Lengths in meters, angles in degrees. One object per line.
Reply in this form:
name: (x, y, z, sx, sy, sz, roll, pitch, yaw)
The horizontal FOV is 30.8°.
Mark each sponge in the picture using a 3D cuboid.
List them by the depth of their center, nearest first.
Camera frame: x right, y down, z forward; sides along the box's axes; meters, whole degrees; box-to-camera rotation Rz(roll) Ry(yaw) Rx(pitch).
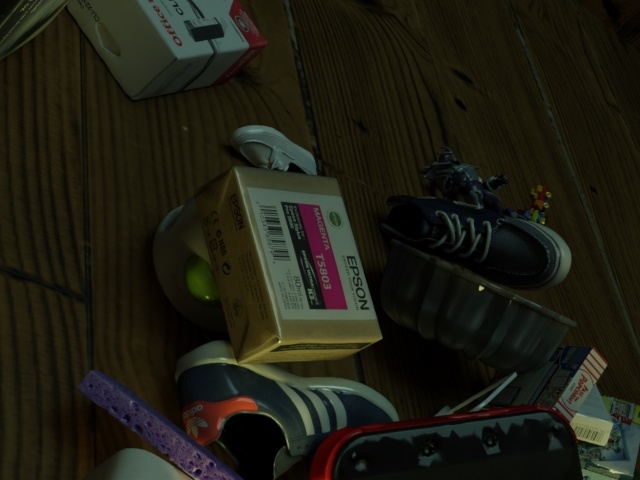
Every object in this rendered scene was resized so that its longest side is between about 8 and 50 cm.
sponge: (-0.167, 0.221, 1.286, 0.210, 0.031, 0.117, 35, -9, 15)

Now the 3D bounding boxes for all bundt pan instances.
bundt pan: (0.238, 0.118, 1.871, 0.331, 0.124, 0.331, 24, 1, 0)

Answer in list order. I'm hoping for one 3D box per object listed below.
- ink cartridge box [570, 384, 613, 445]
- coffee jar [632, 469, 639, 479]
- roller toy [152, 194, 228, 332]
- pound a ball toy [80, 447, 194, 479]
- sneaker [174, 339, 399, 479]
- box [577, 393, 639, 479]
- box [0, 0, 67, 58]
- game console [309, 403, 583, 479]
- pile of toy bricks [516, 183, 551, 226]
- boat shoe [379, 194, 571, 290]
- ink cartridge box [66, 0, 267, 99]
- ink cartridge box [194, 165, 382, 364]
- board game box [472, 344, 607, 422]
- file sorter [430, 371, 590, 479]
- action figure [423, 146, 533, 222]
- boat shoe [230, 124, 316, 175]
ink cartridge box: (0.409, 0.268, 2.076, 0.181, 0.056, 0.225, 15, 20, -7)
coffee jar: (0.559, 0.465, 2.096, 0.184, 0.079, 0.096, 46, 27, -9)
roller toy: (-0.121, 0.022, 1.573, 0.209, 0.146, 0.191, 15, 57, -42)
pound a ball toy: (-0.161, 0.357, 1.177, 0.208, 0.136, 0.319, 39, 33, -21)
sneaker: (-0.036, 0.250, 1.486, 0.350, 0.131, 0.148, 21, 49, -33)
box: (0.486, 0.348, 2.070, 0.159, 0.044, 0.233, 15, 27, 15)
box: (-0.396, -0.367, 1.461, 0.183, 0.296, 0.294, 45, 31, -11)
game console: (0.182, 0.390, 1.470, 0.386, 0.060, 0.342, -3, 80, -25)
pile of toy bricks: (0.401, -0.026, 2.403, 0.105, 0.118, 0.212, 21, 52, 1)
boat shoe: (0.254, 0.002, 2.009, 0.158, 0.127, 0.340, 7, 8, -44)
ink cartridge box: (-0.238, -0.344, 1.832, 0.197, 0.114, 0.273, 55, 31, 5)
ink cartridge box: (-0.040, 0.032, 1.467, 0.193, 0.088, 0.235, 2, 65, -46)
board game box: (0.356, 0.237, 1.899, 0.045, 0.193, 0.147, 46, 69, -20)
file sorter: (0.281, 0.361, 1.737, 0.278, 0.173, 0.193, 55, 30, 6)
action figure: (0.318, -0.086, 2.316, 0.185, 0.099, 0.285, -9, 53, -37)
boat shoe: (-0.072, -0.129, 1.891, 0.184, 0.066, 0.063, 31, 34, -49)
